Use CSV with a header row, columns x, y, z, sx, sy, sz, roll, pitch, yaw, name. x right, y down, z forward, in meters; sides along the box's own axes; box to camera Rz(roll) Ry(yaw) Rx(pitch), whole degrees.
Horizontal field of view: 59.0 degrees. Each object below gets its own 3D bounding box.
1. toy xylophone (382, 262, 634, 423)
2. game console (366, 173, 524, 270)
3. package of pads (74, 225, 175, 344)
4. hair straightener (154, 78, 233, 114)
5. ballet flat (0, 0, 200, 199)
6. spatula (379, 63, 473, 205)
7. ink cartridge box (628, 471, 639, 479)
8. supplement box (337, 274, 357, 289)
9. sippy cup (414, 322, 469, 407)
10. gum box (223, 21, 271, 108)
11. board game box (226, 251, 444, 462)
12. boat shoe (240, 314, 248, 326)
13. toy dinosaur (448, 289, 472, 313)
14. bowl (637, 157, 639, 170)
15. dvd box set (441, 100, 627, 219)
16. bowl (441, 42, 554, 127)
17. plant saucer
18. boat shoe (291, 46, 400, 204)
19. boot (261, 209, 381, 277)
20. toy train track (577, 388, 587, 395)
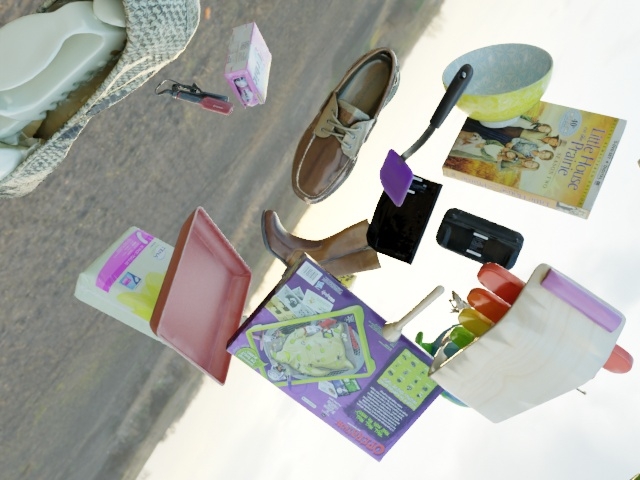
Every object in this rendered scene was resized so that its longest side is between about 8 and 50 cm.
x,y,z,sx,sy,sz,roll,pitch,yaw,name
0.222,0.134,0.741,0.081,0.236,0.323,-51,180,-31,toy xylophone
0.303,-0.019,1.373,0.044,0.361,0.213,-32,143,-74,game console
-0.395,0.111,1.367,0.101,0.296,0.229,-58,-176,34,package of pads
-0.367,-0.416,1.626,0.089,0.230,0.047,57,-47,37,hair straightener
-0.349,-0.176,0.664,0.482,0.164,0.182,-27,-170,28,ballet flat
0.187,-0.191,1.025,0.030,0.084,0.297,-7,142,-41,spatula
0.648,0.515,0.973,0.097,0.255,0.189,-57,-146,19,ink cartridge box
-0.039,0.261,1.795,0.195,0.194,0.357,-46,156,-67,supplement box
0.415,0.312,1.487,0.305,0.240,0.224,-19,159,-7,sippy cup
-0.174,-0.422,1.369,0.107,0.062,0.189,59,27,-50,gum box
0.038,0.205,0.970,0.208,0.346,0.056,-50,-167,1,board game box
-0.287,0.279,1.752,0.170,0.059,0.063,-14,177,-44,boat shoe
0.468,0.225,1.804,0.064,0.211,0.112,-60,-151,-3,toy dinosaur
0.988,-0.196,1.592,0.142,0.142,0.053,-32,-167,38,bowl
0.602,-0.260,1.613,0.308,0.420,0.062,-60,153,-14,dvd box set
0.491,-0.409,1.568,0.290,0.289,0.156,-60,144,-37,bowl
-0.225,0.111,1.074,0.259,0.047,0.259,63,32,-53,plant saucer
0.042,-0.219,1.044,0.325,0.123,0.116,-62,179,-2,boat shoe
0.000,0.000,1.533,0.280,0.264,0.096,-19,-168,15,boot
0.679,0.387,1.525,0.048,0.083,0.014,-6,120,-42,toy train track
